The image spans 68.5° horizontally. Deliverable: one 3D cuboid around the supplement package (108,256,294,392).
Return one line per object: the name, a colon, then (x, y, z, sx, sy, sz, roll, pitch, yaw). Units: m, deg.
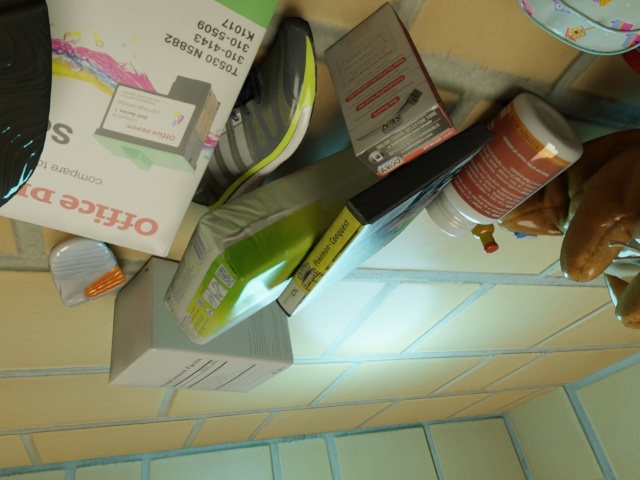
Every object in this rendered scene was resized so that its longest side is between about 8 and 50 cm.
supplement package: (-0.226, 0.176, 0.910, 0.292, 0.178, 0.175, 19, 136, -38)

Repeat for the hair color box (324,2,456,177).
hair color box: (0.069, -0.163, 0.504, 0.093, 0.167, 0.053, -29, 144, 25)

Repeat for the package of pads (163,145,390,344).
package of pads: (-0.059, 0.005, 0.652, 0.296, 0.101, 0.229, -31, 168, -39)

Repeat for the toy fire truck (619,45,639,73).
toy fire truck: (0.414, -0.226, 0.450, 0.158, 0.246, 0.217, 1, 145, -20)

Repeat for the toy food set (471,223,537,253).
toy food set: (0.387, -0.036, 0.859, 0.232, 0.105, 0.111, 5, 143, -25)

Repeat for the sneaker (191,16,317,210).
sneaker: (-0.103, -0.132, 0.555, 0.121, 0.111, 0.300, 15, 136, -29)

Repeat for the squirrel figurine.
squirrel figurine: (0.479, -0.072, 0.582, 0.397, 0.281, 0.370, -45, 174, 5)

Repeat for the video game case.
video game case: (0.082, -0.026, 0.630, 0.274, 0.035, 0.248, -33, 167, -36)

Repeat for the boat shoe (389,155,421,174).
boat shoe: (0.108, -0.099, 0.731, 0.142, 0.040, 0.049, -12, 147, -1)

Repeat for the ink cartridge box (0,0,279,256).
ink cartridge box: (-0.171, -0.147, 0.370, 0.201, 0.117, 0.278, 18, 112, -29)

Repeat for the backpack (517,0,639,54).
backpack: (0.275, -0.266, 0.419, 0.165, 0.144, 0.188, 30, 152, 3)

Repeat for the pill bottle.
pill bottle: (0.260, -0.102, 0.703, 0.121, 0.121, 0.216, 11, 141, -31)

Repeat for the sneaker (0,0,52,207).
sneaker: (-0.310, -0.215, 0.215, 0.257, 0.169, 0.448, 6, 123, 33)

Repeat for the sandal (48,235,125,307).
sandal: (-0.370, 0.030, 0.733, 0.102, 0.076, 0.265, -23, 166, -28)
